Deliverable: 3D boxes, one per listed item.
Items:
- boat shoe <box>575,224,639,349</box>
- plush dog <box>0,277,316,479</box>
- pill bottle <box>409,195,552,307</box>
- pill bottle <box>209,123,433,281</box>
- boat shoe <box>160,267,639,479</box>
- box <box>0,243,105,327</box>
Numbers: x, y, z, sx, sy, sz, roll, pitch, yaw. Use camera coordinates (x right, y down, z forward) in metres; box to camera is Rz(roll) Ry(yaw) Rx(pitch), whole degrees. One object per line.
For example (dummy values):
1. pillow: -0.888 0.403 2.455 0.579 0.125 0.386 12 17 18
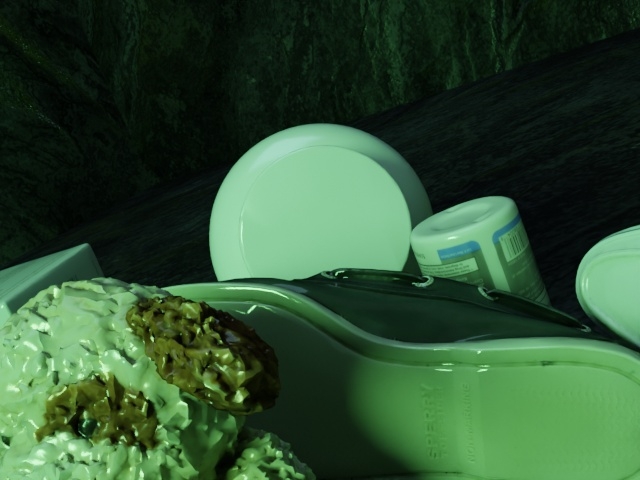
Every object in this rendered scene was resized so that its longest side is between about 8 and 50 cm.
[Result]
1. boat shoe: 0.223 0.039 0.529 0.084 0.095 0.258 1 5 -29
2. plush dog: -0.081 0.123 0.478 0.262 0.225 0.210 -17 13 25
3. pill bottle: 0.121 0.045 0.679 0.078 0.137 0.078 -20 12 5
4. pill bottle: 0.000 0.000 0.845 0.181 0.181 0.323 -23 -2 -3
5. boat shoe: 0.038 0.077 0.597 0.340 0.127 0.113 0 12 18
6. box: -0.278 0.123 0.949 0.119 0.182 0.181 -17 13 17
